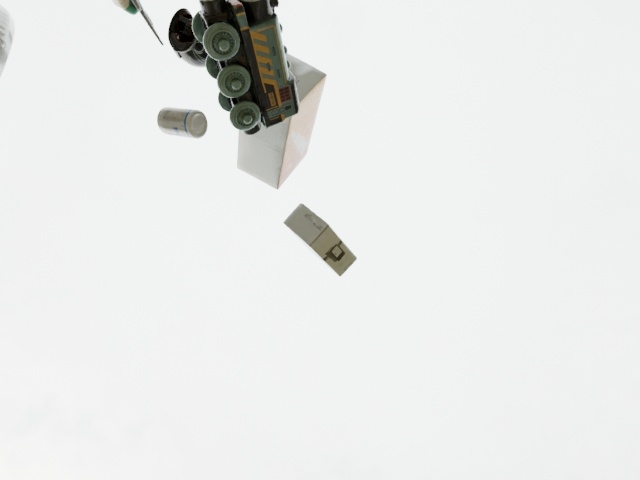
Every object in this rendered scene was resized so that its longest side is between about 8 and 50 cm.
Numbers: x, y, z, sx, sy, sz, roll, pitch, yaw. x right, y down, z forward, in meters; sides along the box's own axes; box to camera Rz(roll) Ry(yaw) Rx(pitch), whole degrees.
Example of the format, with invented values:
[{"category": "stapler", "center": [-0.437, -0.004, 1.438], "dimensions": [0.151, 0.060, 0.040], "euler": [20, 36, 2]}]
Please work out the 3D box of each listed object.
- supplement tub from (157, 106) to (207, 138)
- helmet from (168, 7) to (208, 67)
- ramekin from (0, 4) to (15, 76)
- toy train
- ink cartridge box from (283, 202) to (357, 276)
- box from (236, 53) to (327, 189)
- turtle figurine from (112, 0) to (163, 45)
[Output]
[{"category": "supplement tub", "center": [-0.343, -0.293, 1.036], "dimensions": [0.107, 0.071, 0.070], "euler": [12, -81, 24]}, {"category": "helmet", "center": [-0.383, -0.641, 1.328], "dimensions": [0.170, 0.161, 0.169], "euler": [2, -85, 23]}, {"category": "ramekin", "center": [-0.773, -0.418, 0.893], "dimensions": [0.273, 0.127, 0.272], "euler": [-11, -108, 34]}, {"category": "toy train", "center": [-0.162, -0.407, 0.965], "dimensions": [0.190, 0.142, 0.333], "euler": [-25, -40, -11]}, {"category": "ink cartridge box", "center": [0.000, 0.000, 0.916], "dimensions": [0.063, 0.109, 0.150], "euler": [-47, -42, -3]}, {"category": "box", "center": [-0.132, -0.368, 1.313], "dimensions": [0.168, 0.345, 0.215], "euler": [29, -123, 5]}, {"category": "turtle figurine", "center": [-0.189, -0.307, 0.361], "dimensions": [0.175, 0.118, 0.234], "euler": [-34, -98, 34]}]
